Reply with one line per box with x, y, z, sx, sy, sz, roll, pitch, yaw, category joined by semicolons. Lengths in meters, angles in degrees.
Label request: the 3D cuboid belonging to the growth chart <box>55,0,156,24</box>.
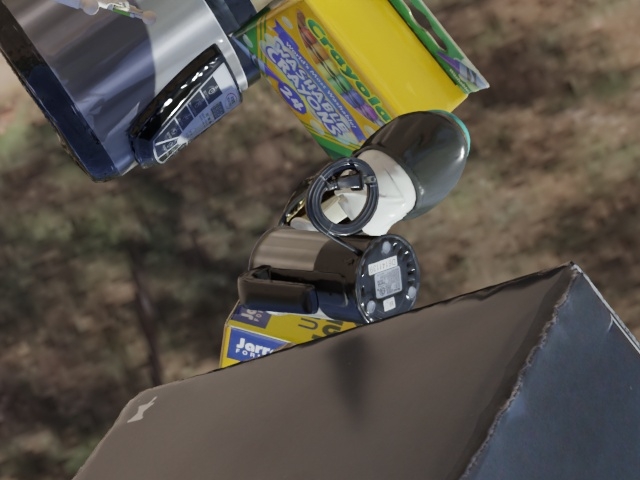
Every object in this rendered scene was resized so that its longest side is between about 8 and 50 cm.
-0.274;-0.258;1.750;0.172;0.021;0.237;18;-173;7;growth chart

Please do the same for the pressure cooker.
-0.266;-0.336;2.539;0.420;0.375;0.370;-36;-146;-7;pressure cooker

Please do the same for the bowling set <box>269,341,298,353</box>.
-0.042;0.235;1.771;0.287;0.154;0.200;-38;-165;-27;bowling set

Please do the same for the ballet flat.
0.044;-0.040;1.689;0.096;0.095;0.280;-43;-174;-34;ballet flat

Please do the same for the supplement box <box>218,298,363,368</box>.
-0.030;0.219;2.252;0.195;0.356;0.194;15;-145;7;supplement box

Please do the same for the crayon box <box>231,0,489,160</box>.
0.035;-0.201;1.914;0.083;0.203;0.323;-43;-170;-18;crayon box

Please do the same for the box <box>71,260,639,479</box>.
0.084;0.320;1.195;0.480;0.472;0.297;-21;-155;46;box

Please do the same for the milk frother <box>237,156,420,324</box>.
0.000;0.000;1.491;0.135;0.143;0.129;5;179;43;milk frother
